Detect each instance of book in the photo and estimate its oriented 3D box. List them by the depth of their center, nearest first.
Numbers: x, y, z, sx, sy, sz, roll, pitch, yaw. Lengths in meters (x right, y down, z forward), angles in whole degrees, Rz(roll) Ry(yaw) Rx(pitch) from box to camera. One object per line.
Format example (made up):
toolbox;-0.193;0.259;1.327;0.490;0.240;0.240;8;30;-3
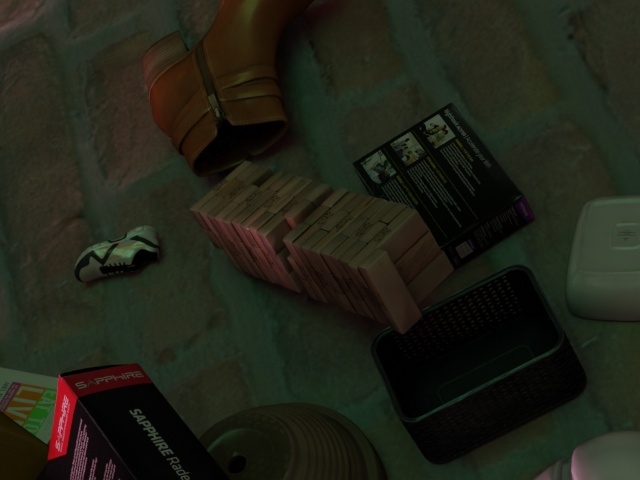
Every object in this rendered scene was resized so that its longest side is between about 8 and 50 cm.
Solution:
book;-0.331;0.193;1.998;0.144;0.035;0.096;5;55;34

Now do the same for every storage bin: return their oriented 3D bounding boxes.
storage bin;0.155;0.122;1.765;0.180;0.084;0.122;-28;46;5

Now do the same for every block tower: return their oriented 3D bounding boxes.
block tower;0.000;0.000;1.883;0.097;0.091;0.335;-43;32;-18

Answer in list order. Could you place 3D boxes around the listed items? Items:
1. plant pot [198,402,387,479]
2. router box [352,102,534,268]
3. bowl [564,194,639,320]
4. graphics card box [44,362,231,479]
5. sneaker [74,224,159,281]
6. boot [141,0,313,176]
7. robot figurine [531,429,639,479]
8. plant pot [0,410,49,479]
plant pot;-0.062;0.246;1.759;0.237;0.110;0.237;-15;49;18
router box;0.131;-0.054;1.946;0.133;0.046;0.179;-32;46;0
bowl;0.313;0.009;1.796;0.142;0.053;0.142;-1;55;25
graphics card box;-0.142;0.310;1.665;0.094;0.233;0.371;-8;34;-32
sneaker;-0.235;0.022;2.079;0.109;0.040;0.044;-27;48;6
boot;-0.080;-0.216;2.140;0.283;0.109;0.220;-31;45;4
robot figurine;0.215;0.293;1.477;0.353;0.200;0.300;-40;-1;18
plant pot;-0.457;0.232;1.898;0.212;0.187;0.212;27;79;41
